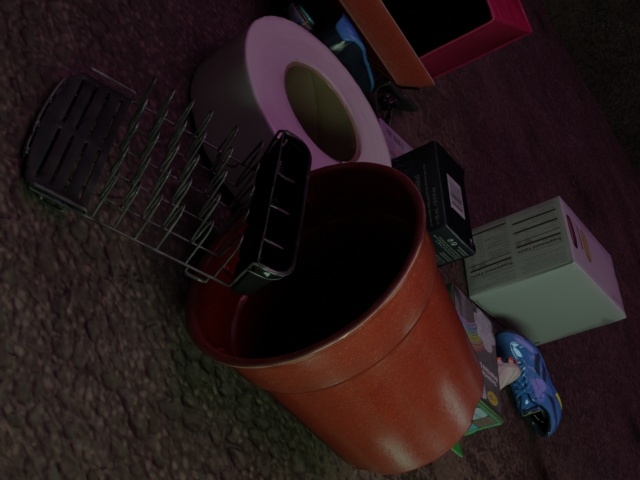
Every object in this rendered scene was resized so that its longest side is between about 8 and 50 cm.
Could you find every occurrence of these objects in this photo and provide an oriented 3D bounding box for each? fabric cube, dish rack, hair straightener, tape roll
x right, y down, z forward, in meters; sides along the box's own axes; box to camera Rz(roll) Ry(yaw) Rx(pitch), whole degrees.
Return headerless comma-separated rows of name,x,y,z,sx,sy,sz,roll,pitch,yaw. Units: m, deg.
fabric cube,0.197,-0.449,1.632,0.258,0.254,0.259,-17,85,-60
dish rack,-0.147,-0.072,0.892,0.272,0.074,0.208,28,40,-19
hair straightener,0.133,-0.243,1.552,0.230,0.047,0.089,-4,101,-75
tape roll,-0.031,-0.141,1.153,0.286,0.100,0.286,38,37,-35

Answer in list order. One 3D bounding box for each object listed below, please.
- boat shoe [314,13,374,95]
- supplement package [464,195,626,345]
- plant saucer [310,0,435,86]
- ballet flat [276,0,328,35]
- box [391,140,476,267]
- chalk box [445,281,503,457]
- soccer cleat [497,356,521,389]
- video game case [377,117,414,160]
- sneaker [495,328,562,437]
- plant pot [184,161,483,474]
boat shoe,0.018,-0.272,1.363,0.109,0.089,0.258,59,3,15
supplement package,0.420,0.067,1.684,0.262,0.204,0.145,36,41,-44
plant saucer,0.042,-0.355,1.389,0.259,0.048,0.258,48,1,-40
ballet flat,-0.034,-0.325,1.343,0.070,0.070,0.188,63,15,-7
box,0.129,-0.037,1.313,0.093,0.158,0.156,37,40,-43
chalk box,0.161,0.192,1.233,0.132,0.132,0.213,43,37,-38
soccer cleat,0.273,0.229,1.472,0.196,0.068,0.076,13,73,-55
video game case,0.154,-0.087,1.537,0.201,0.023,0.183,36,40,-44
sneaker,0.370,0.257,1.605,0.209,0.069,0.082,60,33,-12
plant pot,0.039,0.103,0.978,0.265,0.272,0.272,56,29,-36
